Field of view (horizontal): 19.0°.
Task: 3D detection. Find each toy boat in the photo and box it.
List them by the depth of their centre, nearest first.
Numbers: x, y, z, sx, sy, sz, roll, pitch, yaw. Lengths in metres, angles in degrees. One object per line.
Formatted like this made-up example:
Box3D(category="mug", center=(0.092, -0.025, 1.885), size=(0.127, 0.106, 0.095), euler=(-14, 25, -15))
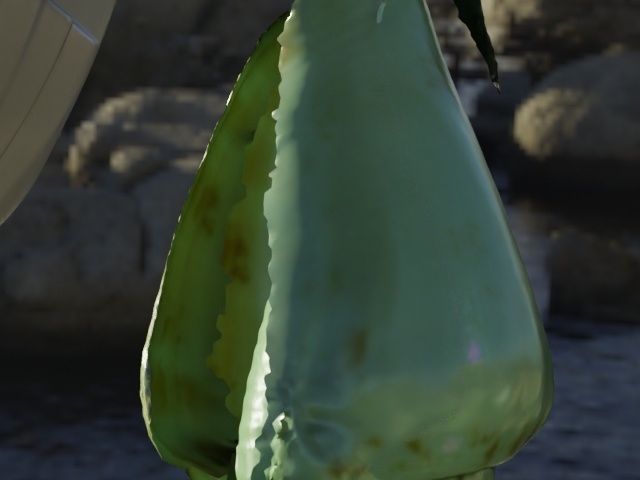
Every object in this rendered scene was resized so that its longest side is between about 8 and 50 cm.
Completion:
Box3D(category="toy boat", center=(-0.177, -0.123, 0.951), size=(0.140, 0.269, 0.141), euler=(27, -8, 4))

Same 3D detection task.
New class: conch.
Box3D(category="conch", center=(0.000, 0.000, 0.438), size=(0.105, 0.170, 0.079), euler=(-16, -24, 34))
